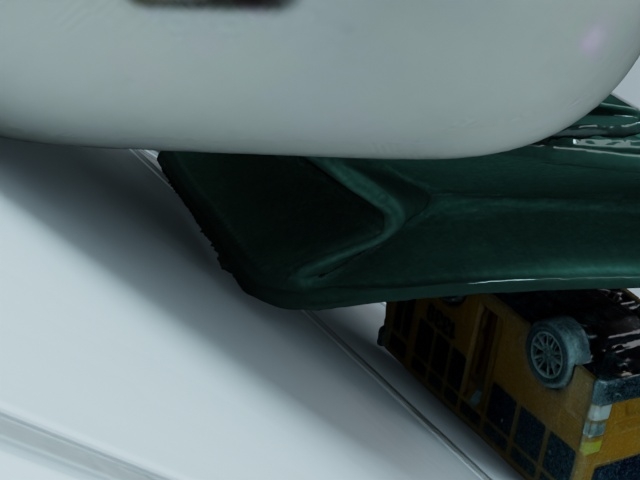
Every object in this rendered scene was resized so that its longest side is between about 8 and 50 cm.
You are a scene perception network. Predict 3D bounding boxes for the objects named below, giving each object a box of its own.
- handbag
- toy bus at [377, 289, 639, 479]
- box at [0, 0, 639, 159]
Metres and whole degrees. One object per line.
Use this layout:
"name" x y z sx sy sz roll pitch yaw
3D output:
"handbag" 0.050 -0.050 0.759 0.239 0.089 0.326 -1 14 -16
"toy bus" 0.111 0.056 0.769 0.091 0.103 0.182 -9 32 -31
"box" -0.014 -0.124 0.604 0.289 0.141 0.349 1 16 6
